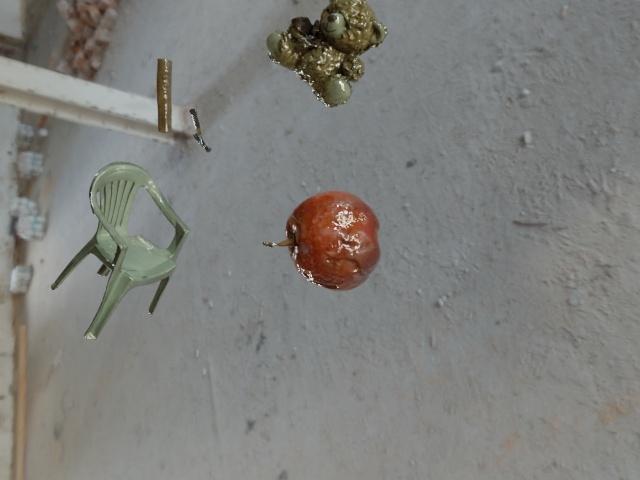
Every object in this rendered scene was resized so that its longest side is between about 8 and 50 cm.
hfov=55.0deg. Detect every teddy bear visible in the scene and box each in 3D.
[{"bbox_3d":[0.034,-0.488,1.524,0.267,0.156,0.256,44,110,10],"label":"teddy bear"}]

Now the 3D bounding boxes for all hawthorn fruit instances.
[{"bbox_3d":[0.000,0.000,1.433,0.242,0.272,0.241,-176,90,-71],"label":"hawthorn fruit"}]

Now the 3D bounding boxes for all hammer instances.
[{"bbox_3d":[-0.410,-0.373,2.050,0.078,0.021,0.201,45,162,19],"label":"hammer"}]

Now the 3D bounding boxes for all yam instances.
[{"bbox_3d":[-0.313,-0.289,1.233,0.032,0.032,0.145,15,107,54],"label":"yam"}]

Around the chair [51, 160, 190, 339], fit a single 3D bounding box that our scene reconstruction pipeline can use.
[{"bbox_3d":[-0.385,0.014,1.190,0.191,0.203,0.274,41,111,13],"label":"chair"}]
